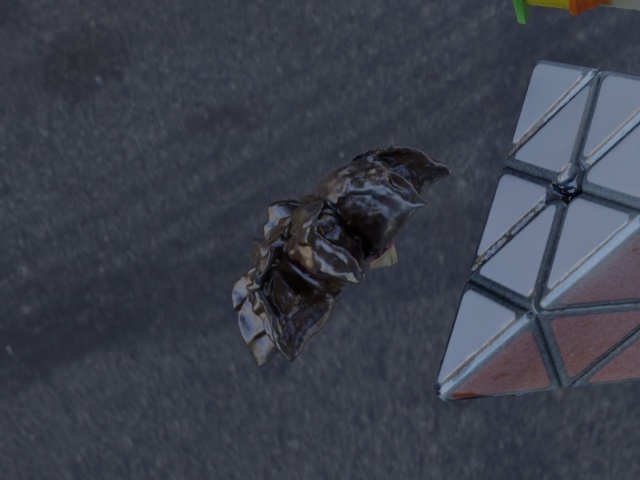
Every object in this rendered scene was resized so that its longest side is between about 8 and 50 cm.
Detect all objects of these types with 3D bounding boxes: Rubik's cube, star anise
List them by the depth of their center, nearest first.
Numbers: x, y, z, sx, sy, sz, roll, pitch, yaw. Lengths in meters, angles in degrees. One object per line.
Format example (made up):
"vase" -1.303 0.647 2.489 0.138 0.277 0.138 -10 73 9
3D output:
"Rubik's cube" 0.228 -0.003 1.032 0.228 0.229 0.233 6 103 25
"star anise" -0.001 0.001 1.251 0.109 0.223 0.236 41 116 -6

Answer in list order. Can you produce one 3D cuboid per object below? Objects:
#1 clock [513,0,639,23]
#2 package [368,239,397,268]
"clock" 0.355 -0.344 1.548 0.255 0.106 0.219 9 70 18
"package" 0.041 0.012 1.446 0.083 0.059 0.029 -21 33 -18
